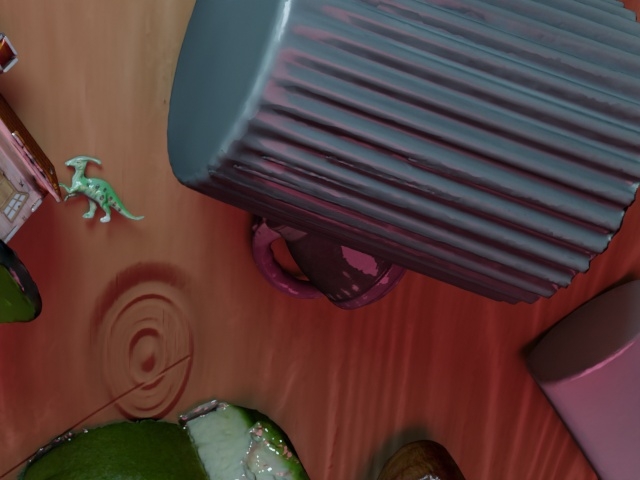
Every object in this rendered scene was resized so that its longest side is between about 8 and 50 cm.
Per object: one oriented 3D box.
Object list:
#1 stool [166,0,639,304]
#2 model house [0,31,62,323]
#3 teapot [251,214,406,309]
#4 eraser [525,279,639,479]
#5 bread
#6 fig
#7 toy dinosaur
[{"bbox_3d":[0.066,-0.122,0.896,0.330,0.297,0.297,16,114,-25],"label":"stool"},{"bbox_3d":[-0.335,-0.082,0.868,0.207,0.154,0.294,-7,127,36],"label":"model house"},{"bbox_3d":[0.005,-0.008,1.068,0.146,0.148,0.116,40,64,-25],"label":"teapot"},{"bbox_3d":[0.401,0.202,1.351,0.189,0.104,0.290,-33,127,6],"label":"eraser"},{"bbox_3d":[-0.175,0.345,1.188,0.366,0.129,0.382,34,104,-35],"label":"bread"},{"bbox_3d":[0.091,0.335,1.300,0.201,0.134,0.146,-17,117,-1],"label":"fig"},{"bbox_3d":[-0.208,-0.049,0.992,0.083,0.021,0.062,0,108,-21],"label":"toy dinosaur"}]
